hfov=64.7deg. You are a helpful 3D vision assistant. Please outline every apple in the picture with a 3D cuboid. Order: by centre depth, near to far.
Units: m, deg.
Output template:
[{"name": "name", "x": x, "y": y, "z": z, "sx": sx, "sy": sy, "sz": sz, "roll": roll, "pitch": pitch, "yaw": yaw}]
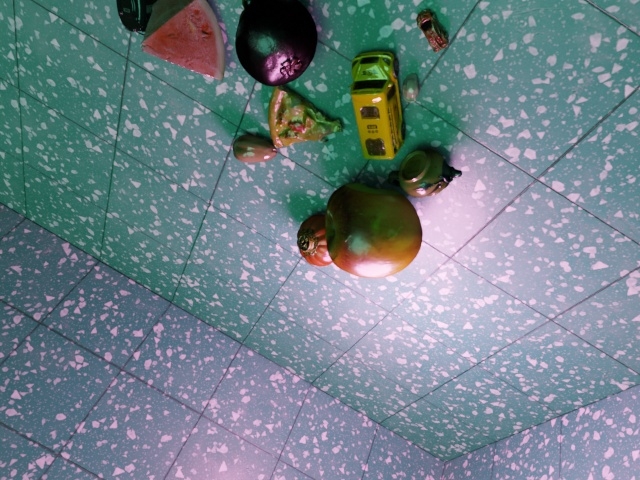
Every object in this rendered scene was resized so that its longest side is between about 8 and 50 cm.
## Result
[{"name": "apple", "x": 0.194, "y": -0.048, "z": 1.885, "sx": 0.375, "sy": 0.383, "sz": 0.374, "roll": -5, "pitch": 137, "yaw": -5}]

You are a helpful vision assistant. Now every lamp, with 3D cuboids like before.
[{"name": "lamp", "x": 0.000, "y": 0.000, "z": 2.124, "sx": 0.223, "sy": 0.197, "sz": 0.222, "roll": 8, "pitch": 101, "yaw": 43}]

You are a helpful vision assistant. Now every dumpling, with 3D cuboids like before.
[{"name": "dumpling", "x": 0.284, "y": -0.486, "z": 1.612, "sx": 0.057, "sy": 0.052, "sz": 0.076, "roll": -3, "pitch": 128, "yaw": 23}]

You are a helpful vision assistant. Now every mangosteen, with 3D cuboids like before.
[{"name": "mangosteen", "x": -0.152, "y": -0.642, "z": 1.569, "sx": 0.302, "sy": 0.275, "sz": 0.275, "roll": 59, "pitch": 141, "yaw": 19}]

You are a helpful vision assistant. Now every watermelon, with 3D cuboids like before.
[{"name": "watermelon", "x": -0.440, "y": -0.667, "z": 1.675, "sx": 0.251, "sy": 0.292, "sz": 0.282, "roll": 6, "pitch": 135, "yaw": -8}]

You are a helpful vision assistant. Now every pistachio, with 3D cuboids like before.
[{"name": "pistachio", "x": -0.260, "y": -0.354, "z": 1.983, "sx": 0.186, "sy": 0.108, "sz": 0.126, "roll": 9, "pitch": 166, "yaw": 14}]

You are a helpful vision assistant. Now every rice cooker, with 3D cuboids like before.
[{"name": "rice cooker", "x": -0.616, "y": -0.801, "z": 1.718, "sx": 0.142, "sy": 0.118, "sz": 0.202, "roll": 22, "pitch": 129, "yaw": 19}]

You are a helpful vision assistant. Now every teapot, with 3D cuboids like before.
[{"name": "teapot", "x": 0.363, "y": -0.219, "z": 1.767, "sx": 0.183, "sy": 0.172, "sz": 0.270, "roll": 27, "pitch": 155, "yaw": -37}]

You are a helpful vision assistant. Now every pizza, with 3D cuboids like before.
[{"name": "pizza", "x": -0.059, "y": -0.431, "z": 1.826, "sx": 0.288, "sy": 0.075, "sz": 0.279, "roll": 12, "pitch": 136, "yaw": 17}]

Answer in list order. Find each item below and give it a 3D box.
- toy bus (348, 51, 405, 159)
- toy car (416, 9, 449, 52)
[{"name": "toy bus", "x": 0.181, "y": -0.433, "z": 1.644, "sx": 0.144, "sy": 0.152, "sz": 0.330, "roll": 5, "pitch": 133, "yaw": 25}, {"name": "toy car", "x": 0.326, "y": -0.614, "z": 1.479, "sx": 0.059, "sy": 0.035, "sz": 0.122, "roll": -20, "pitch": 121, "yaw": 43}]
